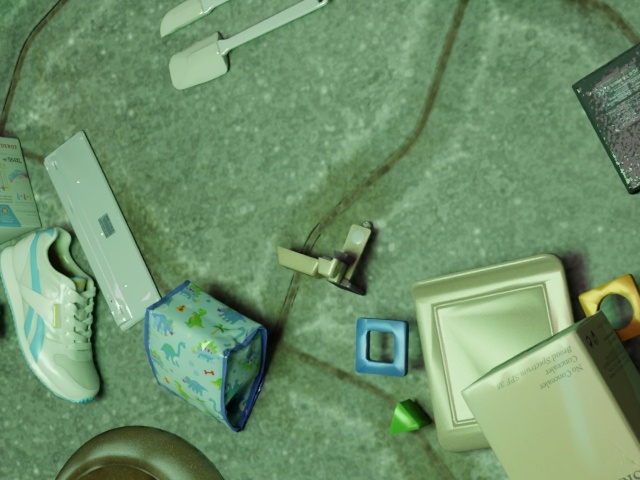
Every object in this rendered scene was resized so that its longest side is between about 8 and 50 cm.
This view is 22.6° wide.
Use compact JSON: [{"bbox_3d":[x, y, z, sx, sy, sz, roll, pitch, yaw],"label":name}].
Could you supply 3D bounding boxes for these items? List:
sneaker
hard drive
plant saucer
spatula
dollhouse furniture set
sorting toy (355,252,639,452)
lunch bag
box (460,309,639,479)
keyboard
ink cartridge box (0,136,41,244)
[{"bbox_3d":[-0.326,0.094,2.010,0.092,0.087,0.228,-28,78,24],"label":"sneaker"},{"bbox_3d":[0.335,-0.128,1.681,0.094,0.022,0.135,-32,74,25],"label":"hard drive"},{"bbox_3d":[-0.234,0.385,1.974,0.311,0.050,0.310,-1,87,30],"label":"plant saucer"},{"bbox_3d":[-0.100,-0.297,1.934,0.242,0.019,0.168,-21,73,26],"label":"spatula"},{"bbox_3d":[0.000,0.000,1.840,0.114,0.091,0.081,18,82,31],"label":"dollhouse furniture set"},{"bbox_3d":[0.201,0.123,1.739,0.348,0.047,0.196,-13,87,29],"label":"sorting toy"},{"bbox_3d":[-0.137,0.144,1.900,0.129,0.096,0.151,29,132,27],"label":"lunch bag"},{"bbox_3d":[0.289,0.244,1.612,0.148,0.121,0.311,-33,84,24],"label":"box"},{"bbox_3d":[-0.276,-0.013,2.028,0.072,0.014,0.256,-32,74,19],"label":"keyboard"},{"bbox_3d":[-0.439,-0.071,2.071,0.090,0.092,0.143,-21,79,27],"label":"ink cartridge box"}]
